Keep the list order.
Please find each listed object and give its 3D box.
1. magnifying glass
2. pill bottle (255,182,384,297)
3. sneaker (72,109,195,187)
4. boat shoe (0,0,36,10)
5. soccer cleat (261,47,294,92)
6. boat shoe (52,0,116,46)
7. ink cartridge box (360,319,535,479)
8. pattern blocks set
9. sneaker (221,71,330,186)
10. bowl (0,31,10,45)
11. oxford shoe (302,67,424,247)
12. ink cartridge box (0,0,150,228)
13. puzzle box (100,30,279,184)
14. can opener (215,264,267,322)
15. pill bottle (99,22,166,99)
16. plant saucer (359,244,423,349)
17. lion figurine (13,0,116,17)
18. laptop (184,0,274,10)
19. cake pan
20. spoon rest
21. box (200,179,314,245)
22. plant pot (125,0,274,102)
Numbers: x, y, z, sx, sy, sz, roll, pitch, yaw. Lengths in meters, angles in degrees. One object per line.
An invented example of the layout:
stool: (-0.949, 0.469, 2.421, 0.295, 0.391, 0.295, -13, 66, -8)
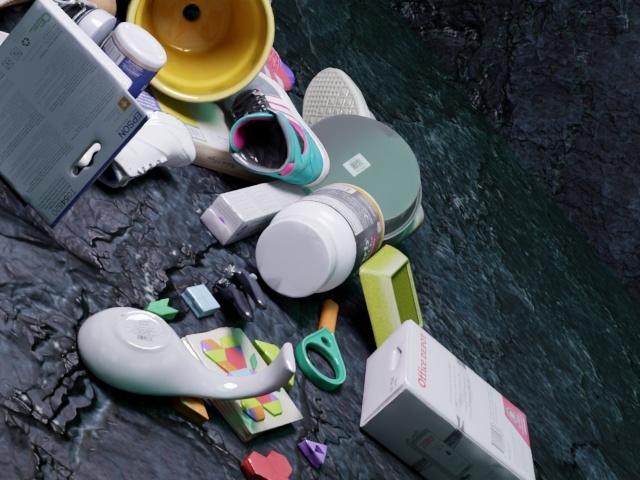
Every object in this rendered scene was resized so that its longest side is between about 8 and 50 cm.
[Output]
magnifying glass: (0.007, 0.164, 1.745, 0.092, 0.026, 0.231, 39, 23, -13)
pill bottle: (0.000, 0.000, 1.837, 0.162, 0.162, 0.278, 46, 23, 4)
sneaker: (-0.308, -0.138, 1.663, 0.297, 0.111, 0.129, 5, 60, -51)
boat shoe: (-0.510, -0.393, 1.608, 0.302, 0.109, 0.098, -29, 108, -41)
soccer cleat: (-0.152, -0.412, 2.337, 0.318, 0.116, 0.109, 19, 34, -46)
boat shoe: (-0.397, -0.335, 1.690, 0.105, 0.113, 0.306, 40, -1, -14)
ink cartridge box: (0.207, 0.292, 1.741, 0.283, 0.117, 0.207, 40, 23, -13)
pattern blocks set: (-0.113, 0.197, 1.485, 0.325, 0.026, 0.285, 46, 23, 5)
sneaker: (-0.121, -0.216, 1.930, 0.295, 0.124, 0.178, 48, 17, 16)
bowl: (-0.469, -0.250, 1.612, 0.142, 0.053, 0.142, 9, 41, -55)
oxford shoe: (0.087, -0.172, 2.278, 0.130, 0.169, 0.449, 9, 49, -50)
ink cartridge box: (-0.361, -0.169, 1.435, 0.224, 0.223, 0.045, 47, 17, 5)
puzzle box: (-0.246, -0.242, 1.975, 0.408, 0.052, 0.272, 15, 37, -49)
can opener: (-0.109, 0.078, 1.576, 0.073, 0.059, 0.186, 38, -4, -16)
pill bottle: (-0.331, -0.257, 1.703, 0.094, 0.169, 0.094, 36, 25, -20)
plant saucer: (0.135, 0.113, 1.899, 0.188, 0.045, 0.189, -35, 113, -67)
lion figurine: (-0.456, -0.462, 1.886, 0.392, 0.142, 0.240, 14, 40, -55)
laptop: (-0.293, -0.609, 2.186, 0.407, 0.237, 0.382, 3, 18, -1)
cake pan: (0.069, -0.133, 2.111, 0.293, 0.054, 0.293, 7, 59, -12)
spoon rest: (-0.174, 0.154, 1.365, 0.276, 0.084, 0.137, 12, 35, -17)
box: (-0.101, -0.059, 1.891, 0.067, 0.063, 0.324, 46, 23, 8)
plant pot: (-0.225, -0.394, 1.917, 0.254, 0.254, 0.239, 35, 9, -21)
